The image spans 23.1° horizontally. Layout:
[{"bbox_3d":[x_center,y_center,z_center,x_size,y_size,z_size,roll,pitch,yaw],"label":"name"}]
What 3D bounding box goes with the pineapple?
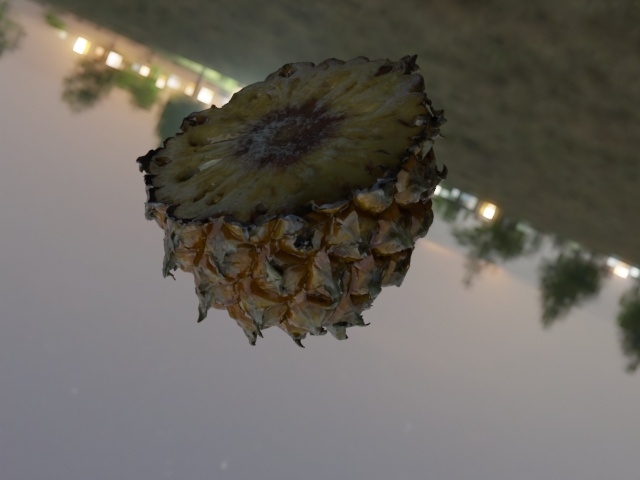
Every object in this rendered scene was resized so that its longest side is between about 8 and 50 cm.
[{"bbox_3d":[-0.003,-0.001,0.844,0.161,0.137,0.176,-4,-144,22],"label":"pineapple"}]
